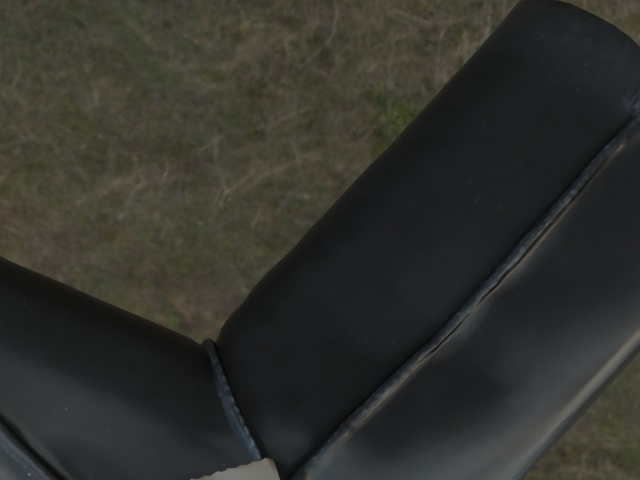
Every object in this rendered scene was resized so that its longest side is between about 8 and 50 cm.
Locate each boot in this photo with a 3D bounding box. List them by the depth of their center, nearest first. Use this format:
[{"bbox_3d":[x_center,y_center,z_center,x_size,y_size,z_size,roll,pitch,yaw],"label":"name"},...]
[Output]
[{"bbox_3d":[0.001,0.002,0.636,0.367,0.445,0.146,46,169,3],"label":"boot"}]

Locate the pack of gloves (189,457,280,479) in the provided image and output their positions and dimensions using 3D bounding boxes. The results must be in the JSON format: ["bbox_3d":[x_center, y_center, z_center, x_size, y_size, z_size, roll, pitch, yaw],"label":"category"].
[{"bbox_3d":[-0.074,0.195,0.378,0.195,0.232,0.046,-15,125,-13],"label":"pack of gloves"}]
